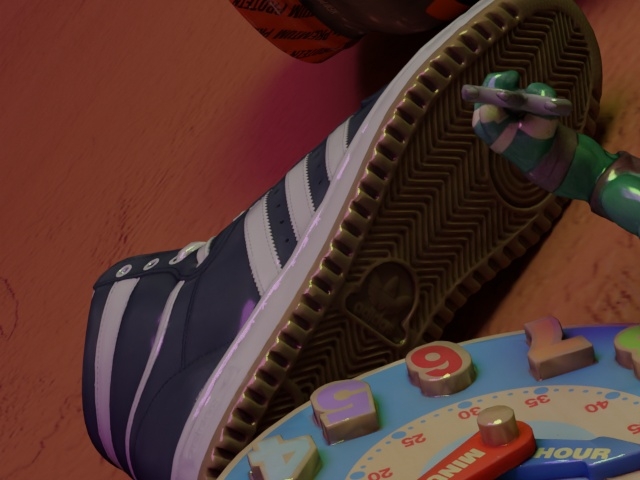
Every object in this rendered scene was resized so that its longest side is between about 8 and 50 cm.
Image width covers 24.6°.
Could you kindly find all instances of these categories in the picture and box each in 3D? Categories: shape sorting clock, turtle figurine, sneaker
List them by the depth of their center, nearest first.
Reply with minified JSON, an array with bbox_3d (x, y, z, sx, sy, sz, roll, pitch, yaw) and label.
[{"bbox_3d":[0.059,0.071,0.458,0.206,0.040,0.206,-12,23,5],"label":"shape sorting clock"},{"bbox_3d":[0.140,-0.036,0.493,0.175,0.118,0.234,-6,28,30],"label":"turtle figurine"},{"bbox_3d":[0.000,0.000,0.651,0.282,0.099,0.153,-55,31,-15],"label":"sneaker"}]

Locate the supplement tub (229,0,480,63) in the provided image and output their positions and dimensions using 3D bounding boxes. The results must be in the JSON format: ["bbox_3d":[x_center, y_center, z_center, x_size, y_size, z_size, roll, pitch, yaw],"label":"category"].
[{"bbox_3d":[0.082,-0.239,0.771,0.316,0.193,0.194,-31,30,23],"label":"supplement tub"}]
